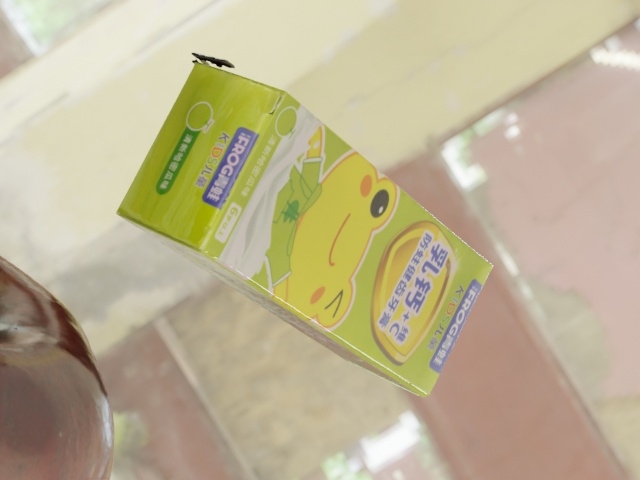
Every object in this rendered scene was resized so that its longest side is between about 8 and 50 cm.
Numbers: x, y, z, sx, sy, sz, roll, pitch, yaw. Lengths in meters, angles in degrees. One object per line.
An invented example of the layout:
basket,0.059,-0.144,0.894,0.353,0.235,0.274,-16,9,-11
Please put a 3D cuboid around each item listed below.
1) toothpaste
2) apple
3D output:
toothpaste,0.000,0.000,1.205,0.077,0.110,0.327,22,-9,34
apple,-0.214,0.106,0.912,0.234,0.234,0.234,54,12,-17
